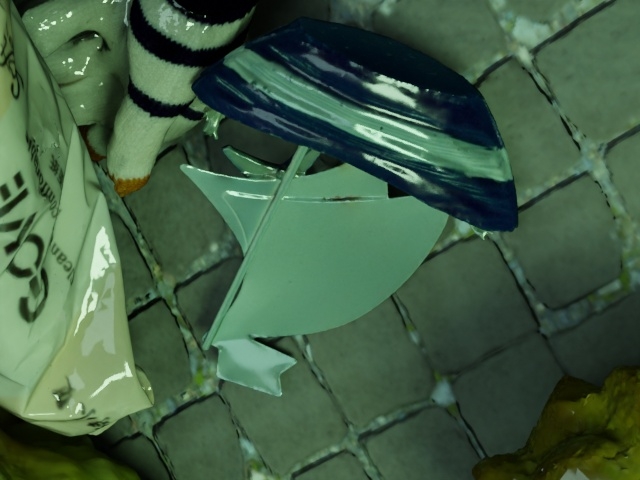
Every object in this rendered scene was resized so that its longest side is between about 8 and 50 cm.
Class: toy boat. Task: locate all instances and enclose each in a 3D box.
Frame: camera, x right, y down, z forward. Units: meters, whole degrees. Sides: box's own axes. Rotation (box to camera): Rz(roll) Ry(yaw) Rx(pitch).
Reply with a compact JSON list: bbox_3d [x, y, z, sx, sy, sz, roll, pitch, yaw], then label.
[{"bbox_3d":[-0.018,-0.023,0.766,0.292,0.070,0.210,-36,109,29],"label":"toy boat"}]

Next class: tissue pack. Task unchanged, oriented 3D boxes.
[{"bbox_3d":[-0.296,-0.062,0.806,0.390,0.195,0.375,28,149,31],"label":"tissue pack"}]

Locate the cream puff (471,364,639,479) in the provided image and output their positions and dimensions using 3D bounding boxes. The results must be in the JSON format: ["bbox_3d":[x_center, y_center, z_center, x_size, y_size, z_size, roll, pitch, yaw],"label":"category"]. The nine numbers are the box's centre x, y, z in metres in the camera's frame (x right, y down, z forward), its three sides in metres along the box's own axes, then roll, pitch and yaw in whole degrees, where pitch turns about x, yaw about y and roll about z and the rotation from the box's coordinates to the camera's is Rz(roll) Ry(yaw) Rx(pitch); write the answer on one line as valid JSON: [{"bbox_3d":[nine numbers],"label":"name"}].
[{"bbox_3d":[0.206,0.171,0.643,0.244,0.196,0.244,5,103,25],"label":"cream puff"}]

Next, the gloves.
[{"bbox_3d":[-0.121,-0.130,0.810,0.140,0.131,0.218,52,147,7],"label":"gloves"}]

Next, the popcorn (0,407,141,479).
[{"bbox_3d":[-0.284,0.259,0.844,0.334,0.292,0.293,-21,104,45],"label":"popcorn"}]
